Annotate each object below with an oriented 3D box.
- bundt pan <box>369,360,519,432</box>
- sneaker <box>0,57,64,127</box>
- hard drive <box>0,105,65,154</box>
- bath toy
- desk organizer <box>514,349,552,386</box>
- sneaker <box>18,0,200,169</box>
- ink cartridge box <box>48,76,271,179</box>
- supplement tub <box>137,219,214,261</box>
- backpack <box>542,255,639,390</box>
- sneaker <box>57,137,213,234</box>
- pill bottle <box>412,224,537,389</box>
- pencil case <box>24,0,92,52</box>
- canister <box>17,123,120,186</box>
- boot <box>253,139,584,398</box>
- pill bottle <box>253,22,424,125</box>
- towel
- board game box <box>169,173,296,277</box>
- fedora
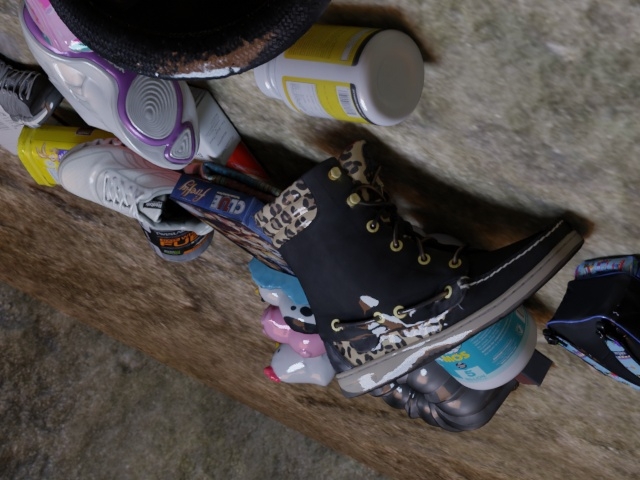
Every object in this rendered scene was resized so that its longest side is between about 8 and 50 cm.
[{"bbox_3d":[0.168,0.219,2.391,0.331,0.124,0.331,27,163,9],"label":"bundt pan"},{"bbox_3d":[-0.484,-0.244,2.204,0.132,0.086,0.228,40,161,-22],"label":"sneaker"},{"bbox_3d":[-0.610,-0.268,2.396,0.353,0.047,0.233,38,161,-28],"label":"hard drive"},{"bbox_3d":[-0.049,0.139,2.426,0.348,0.129,0.151,85,166,-55],"label":"bath toy"},{"bbox_3d":[0.292,0.175,2.197,0.130,0.047,0.050,35,164,-18],"label":"desk organizer"},{"bbox_3d":[-0.279,-0.219,1.881,0.305,0.114,0.152,47,167,-13],"label":"sneaker"},{"bbox_3d":[-0.235,-0.163,2.073,0.275,0.060,0.239,18,158,32],"label":"ink cartridge box"},{"bbox_3d":[-0.242,-0.048,2.305,0.117,0.117,0.190,25,163,14],"label":"supplement tub"},{"bbox_3d":[0.392,0.113,1.746,0.173,0.117,0.158,35,162,-14],"label":"backpack"},{"bbox_3d":[-0.271,-0.078,2.138,0.292,0.118,0.110,12,122,12],"label":"sneaker"},{"bbox_3d":[0.179,0.087,1.964,0.146,0.146,0.264,8,153,49],"label":"pill bottle"},{"bbox_3d":[-0.332,-0.336,1.644,0.124,0.124,0.284,20,161,27],"label":"pencil case"},{"bbox_3d":[-0.393,-0.136,2.308,0.170,0.073,0.126,6,152,18],"label":"canister"},{"bbox_3d":[0.110,0.001,1.768,0.377,0.138,0.284,-34,86,30],"label":"boot"},{"bbox_3d":[0.016,-0.184,1.538,0.184,0.103,0.103,13,156,43],"label":"pill bottle"},{"bbox_3d":[0.000,0.000,2.081,0.271,0.040,0.370,22,171,25],"label":"towel"},{"bbox_3d":[-0.083,-0.008,2.028,0.165,0.042,0.243,18,167,45],"label":"board game box"},{"bbox_3d":[-0.095,-0.295,1.263,0.334,0.334,0.152,22,-165,22],"label":"fedora"}]
